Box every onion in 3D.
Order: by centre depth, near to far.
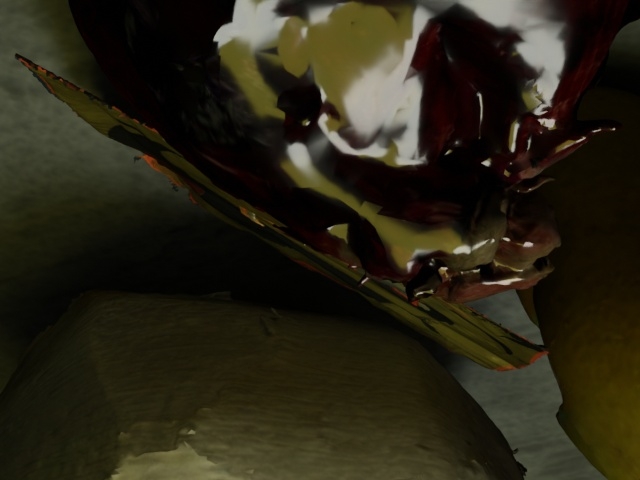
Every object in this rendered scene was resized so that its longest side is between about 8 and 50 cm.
[{"bbox_3d":[0.029,-0.133,0.735,0.281,0.281,0.221,-32,163,38],"label":"onion"}]

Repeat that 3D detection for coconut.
[{"bbox_3d":[-0.068,0.196,1.082,0.360,0.346,0.346,9,143,-17],"label":"coconut"}]

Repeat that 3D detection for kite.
[{"bbox_3d":[-0.001,0.002,0.911,0.327,0.013,0.377,26,174,46],"label":"kite"}]

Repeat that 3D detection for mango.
[{"bbox_3d":[0.178,0.029,0.917,0.167,0.262,0.130,-8,147,-23],"label":"mango"}]
